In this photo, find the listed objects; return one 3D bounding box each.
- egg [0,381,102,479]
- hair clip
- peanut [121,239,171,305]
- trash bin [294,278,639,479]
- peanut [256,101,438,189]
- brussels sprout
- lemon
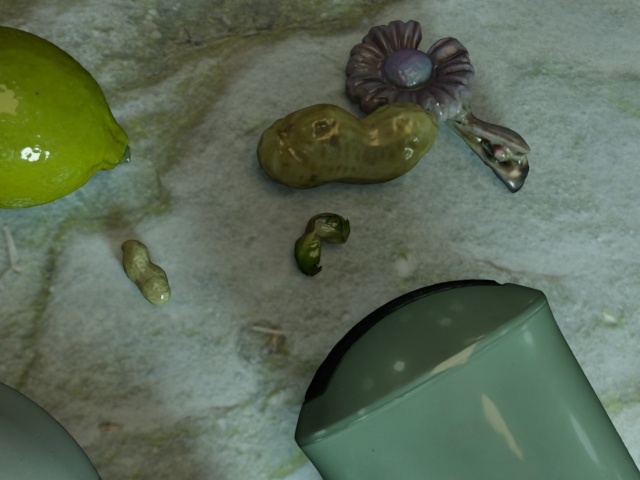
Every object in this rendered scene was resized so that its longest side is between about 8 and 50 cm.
[{"bbox_3d":[-0.297,0.215,0.627,0.196,0.196,0.271,-36,67,-27],"label":"egg"},{"bbox_3d":[0.172,-0.183,1.013,0.300,0.069,0.173,38,62,0],"label":"hair clip"},{"bbox_3d":[-0.192,0.035,0.821,0.037,0.037,0.083,-31,82,-26],"label":"peanut"},{"bbox_3d":[0.170,0.249,0.720,0.280,0.280,0.432,-27,81,-26],"label":"trash bin"},{"bbox_3d":[0.035,-0.117,0.922,0.229,0.103,0.098,-7,85,-18],"label":"peanut"},{"bbox_3d":[-0.001,0.000,0.892,0.051,0.046,0.083,42,62,0],"label":"brussels sprout"},{"bbox_3d":[-0.319,-0.124,0.768,0.248,0.184,0.184,6,66,-14],"label":"lemon"}]
